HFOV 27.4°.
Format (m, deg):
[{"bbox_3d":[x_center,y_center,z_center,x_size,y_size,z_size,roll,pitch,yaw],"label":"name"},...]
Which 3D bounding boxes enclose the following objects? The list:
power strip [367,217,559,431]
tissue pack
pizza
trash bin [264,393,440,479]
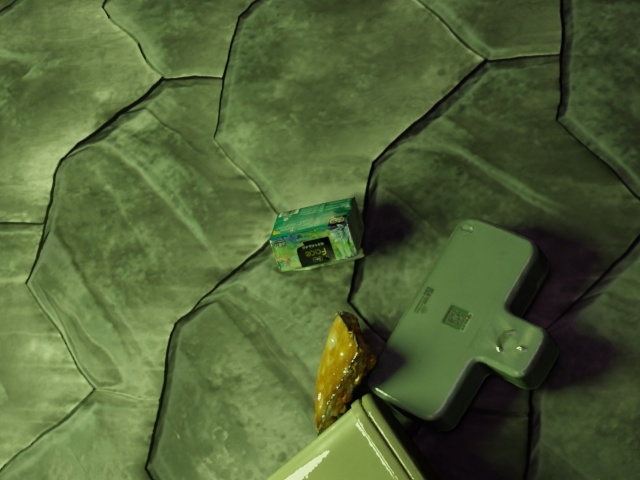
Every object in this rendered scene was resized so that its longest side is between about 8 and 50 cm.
[{"bbox_3d":[0.196,0.114,1.613,0.194,0.059,0.265,25,77,35],"label":"power strip"},{"bbox_3d":[-0.001,0.001,1.747,0.111,0.079,0.085,-12,26,15],"label":"tissue pack"},{"bbox_3d":[0.033,0.157,1.637,0.131,0.041,0.178,-51,25,47],"label":"pizza"},{"bbox_3d":[0.032,0.344,1.536,0.247,0.121,0.243,-40,57,4],"label":"trash bin"}]
